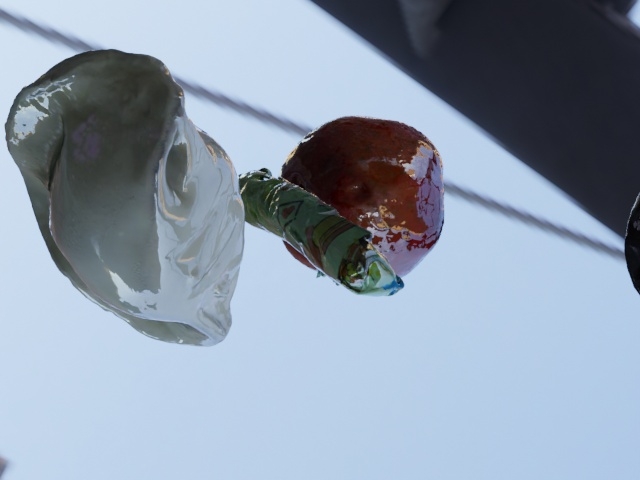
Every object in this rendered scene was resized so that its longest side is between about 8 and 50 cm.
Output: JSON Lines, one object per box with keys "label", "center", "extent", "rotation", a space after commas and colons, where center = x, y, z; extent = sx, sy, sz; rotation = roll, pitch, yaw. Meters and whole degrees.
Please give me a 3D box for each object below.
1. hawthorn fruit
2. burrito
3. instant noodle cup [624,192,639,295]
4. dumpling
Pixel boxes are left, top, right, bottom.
{"label": "hawthorn fruit", "center": [0.026, -0.040, 1.878], "extent": [0.179, 0.200, 0.179], "rotation": [11, -76, 53]}
{"label": "burrito", "center": [0.000, 0.000, 1.621], "extent": [0.054, 0.104, 0.288], "rotation": [-48, -149, -5]}
{"label": "instant noodle cup", "center": [0.328, 0.004, 1.403], "extent": [0.151, 0.122, 0.151], "rotation": [-3, -95, 41]}
{"label": "dumpling", "center": [-0.109, -0.017, 0.961], "extent": [0.134, 0.169, 0.100], "rotation": [14, -114, 25]}
